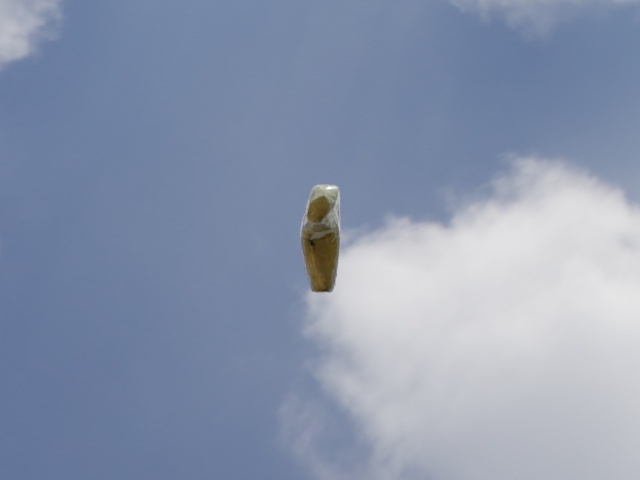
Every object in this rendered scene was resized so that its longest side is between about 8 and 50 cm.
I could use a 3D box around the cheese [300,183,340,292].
[{"bbox_3d":[0.000,0.000,1.261,0.030,0.044,0.083,0,-57,-3],"label":"cheese"}]
